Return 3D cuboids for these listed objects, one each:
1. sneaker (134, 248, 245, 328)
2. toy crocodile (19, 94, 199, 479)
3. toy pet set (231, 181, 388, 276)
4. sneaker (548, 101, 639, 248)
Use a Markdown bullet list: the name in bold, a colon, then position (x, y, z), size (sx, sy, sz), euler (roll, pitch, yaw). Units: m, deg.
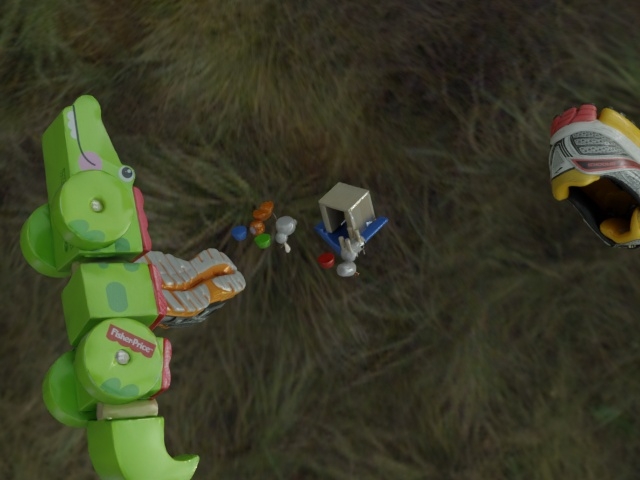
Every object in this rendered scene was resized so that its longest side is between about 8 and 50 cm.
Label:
- **sneaker**: position (-0.165, 0.064, 1.286), size (0.083, 0.215, 0.084), euler (-41, 73, 22)
- **toy crocodile**: position (-0.176, 0.044, 0.966), size (0.105, 0.115, 0.341), euler (-2, 70, -32)
- **toy pet set**: position (0.000, 0.000, 1.111), size (0.114, 0.122, 0.065), euler (-43, 135, -32)
- **sneaker**: position (0.281, -0.020, 1.003), size (0.225, 0.093, 0.088), euler (31, 144, -15)
